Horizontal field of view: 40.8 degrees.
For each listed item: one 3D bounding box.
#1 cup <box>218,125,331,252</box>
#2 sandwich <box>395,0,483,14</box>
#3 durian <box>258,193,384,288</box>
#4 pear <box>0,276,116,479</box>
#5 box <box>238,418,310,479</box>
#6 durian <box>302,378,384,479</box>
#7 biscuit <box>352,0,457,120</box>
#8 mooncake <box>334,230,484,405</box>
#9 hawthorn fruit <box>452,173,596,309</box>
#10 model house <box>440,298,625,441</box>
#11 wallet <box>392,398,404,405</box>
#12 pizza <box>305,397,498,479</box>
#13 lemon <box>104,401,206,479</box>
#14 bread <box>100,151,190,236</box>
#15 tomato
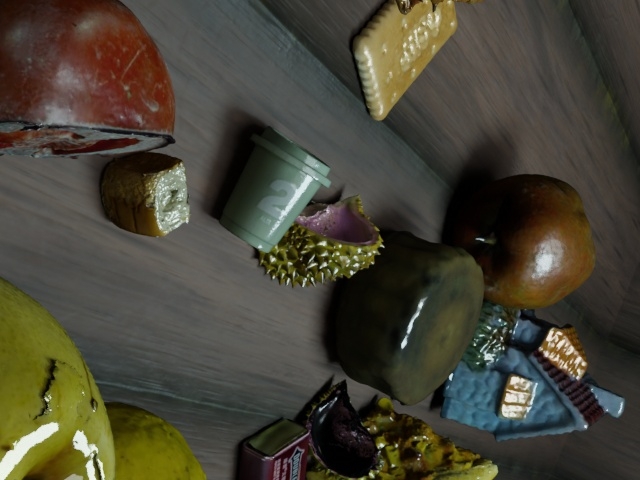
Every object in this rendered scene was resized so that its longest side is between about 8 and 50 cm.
[{"bbox_3d":[-0.065,-0.063,1.105,0.141,0.120,0.120,-55,148,4],"label":"cup"},{"bbox_3d":[0.113,-0.402,1.119,0.301,0.162,0.251,20,77,-28],"label":"sandwich"},{"bbox_3d":[0.000,0.000,1.252,0.182,0.165,0.132,6,62,-79],"label":"durian"},{"bbox_3d":[-0.331,0.166,0.643,0.348,0.348,0.349,-33,133,-43],"label":"pear"},{"bbox_3d":[-0.079,0.409,1.384,0.120,0.069,0.224,-18,121,-51],"label":"box"},{"bbox_3d":[0.027,0.350,1.453,0.119,0.187,0.108,-18,143,-14],"label":"durian"},{"bbox_3d":[0.138,-0.315,1.324,0.250,0.030,0.160,-51,144,-26],"label":"biscuit"},{"bbox_3d":[0.146,0.127,1.470,0.290,0.161,0.291,-33,135,-41],"label":"mooncake"},{"bbox_3d":[0.383,0.006,1.654,0.300,0.267,0.268,-5,112,-54],"label":"hawthorn fruit"},{"bbox_3d":[0.490,0.305,1.893,0.360,0.339,0.298,7,104,-63],"label":"model house"},{"bbox_3d":[0.214,0.215,1.741,0.222,0.036,0.167,-36,135,-43],"label":"wallet"},{"bbox_3d":[0.149,0.416,1.535,0.258,0.268,0.087,-38,146,-45],"label":"pizza"},{"bbox_3d":[-0.255,0.304,0.898,0.310,0.253,0.254,-26,129,-39],"label":"lemon"},{"bbox_3d":[-0.190,-0.050,0.952,0.076,0.070,0.083,-33,131,-44],"label":"bread"},{"bbox_3d":[-0.236,-0.154,0.763,0.214,0.180,0.155,0,90,-64],"label":"tomato"}]
